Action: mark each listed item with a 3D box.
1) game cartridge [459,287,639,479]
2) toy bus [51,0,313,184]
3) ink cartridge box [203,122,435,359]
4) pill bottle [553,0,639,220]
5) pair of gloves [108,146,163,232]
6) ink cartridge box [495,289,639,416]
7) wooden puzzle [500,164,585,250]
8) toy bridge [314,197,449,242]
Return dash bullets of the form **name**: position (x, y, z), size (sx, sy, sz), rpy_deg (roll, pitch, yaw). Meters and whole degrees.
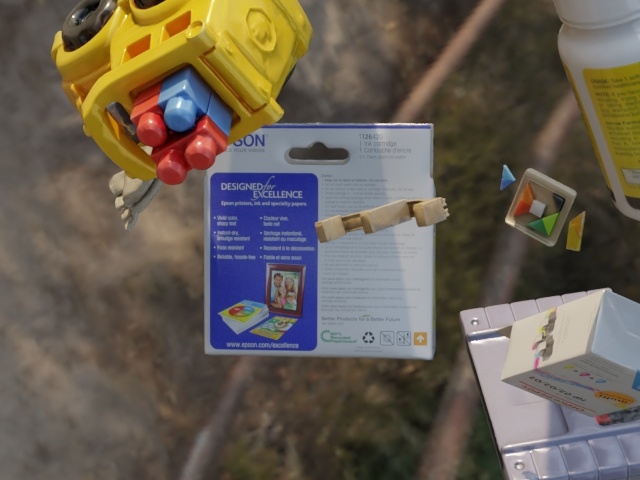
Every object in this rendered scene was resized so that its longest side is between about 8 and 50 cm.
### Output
- **game cartridge**: position (0.326, 0.195, 1.981), size (0.355, 0.230, 0.068), rpy_deg (-101, 178, -55)
- **toy bus**: position (-0.133, -0.125, 1.284), size (0.149, 0.220, 0.211), rpy_deg (46, 35, -33)
- **ink cartridge box**: position (0.000, 0.000, 1.970), size (0.072, 0.303, 0.307), rpy_deg (-19, 110, -83)
- **pill bottle**: position (0.252, -0.127, 1.151), size (0.119, 0.119, 0.208), rpy_deg (-83, 152, -57)
- **pair of gloves**: position (-0.205, -0.146, 1.891), size (0.042, 0.204, 0.240), rpy_deg (25, 31, -26)
- **ink cartridge box**: position (0.234, 0.106, 1.323), size (0.104, 0.181, 0.061), rpy_deg (23, 68, -18)
- **wooden puzzle**: position (0.254, -0.037, 1.734), size (0.014, 0.116, 0.078), rpy_deg (-17, 125, -59)
- **toy bridge**: position (0.071, -0.025, 1.605), size (0.063, 0.188, 0.026), rpy_deg (-20, 97, -37)
